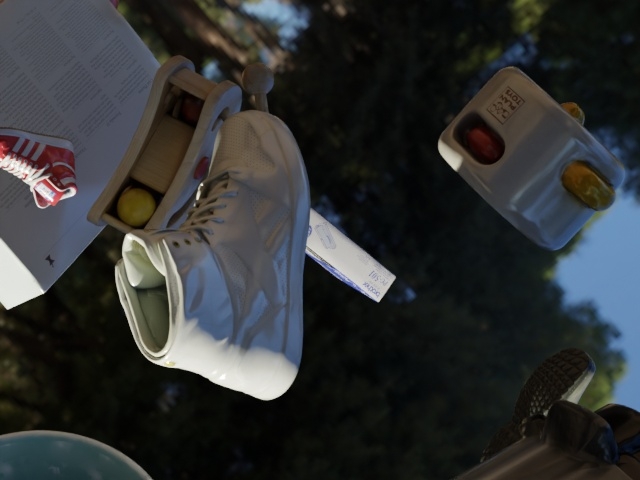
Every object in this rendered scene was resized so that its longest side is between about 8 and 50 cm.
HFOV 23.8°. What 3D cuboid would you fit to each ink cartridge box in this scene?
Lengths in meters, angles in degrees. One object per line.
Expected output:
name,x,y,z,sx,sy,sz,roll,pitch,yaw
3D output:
ink cartridge box,0.000,0.000,1.967,0.046,0.207,0.097,-55,-142,-4

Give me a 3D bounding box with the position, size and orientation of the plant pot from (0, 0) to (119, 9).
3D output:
plant pot,-0.464,-0.384,2.172,0.275,0.243,0.275,-14,-128,19

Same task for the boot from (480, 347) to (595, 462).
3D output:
boot,0.361,0.283,2.261,0.246,0.161,0.083,-56,-150,12

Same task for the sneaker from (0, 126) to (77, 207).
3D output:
sneaker,-0.283,-0.068,1.449,0.118,0.067,0.042,4,153,-40

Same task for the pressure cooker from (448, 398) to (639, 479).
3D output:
pressure cooker,0.253,0.390,1.609,0.420,0.375,0.370,-24,158,-26

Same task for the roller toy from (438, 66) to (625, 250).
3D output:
roller toy,0.245,-0.098,1.730,0.146,0.191,0.209,-48,180,9

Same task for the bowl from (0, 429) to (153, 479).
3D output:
bowl,-0.292,0.370,1.562,0.311,0.311,0.163,-50,156,-30

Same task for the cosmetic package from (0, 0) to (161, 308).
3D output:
cosmetic package,-0.347,-0.144,1.871,0.097,0.284,0.377,-25,-159,45

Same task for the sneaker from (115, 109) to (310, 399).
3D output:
sneaker,-0.102,-0.011,1.400,0.108,0.169,0.292,-27,-124,39

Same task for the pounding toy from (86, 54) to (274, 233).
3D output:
pounding toy,-0.126,-0.099,1.687,0.269,0.155,0.154,-60,170,-13
